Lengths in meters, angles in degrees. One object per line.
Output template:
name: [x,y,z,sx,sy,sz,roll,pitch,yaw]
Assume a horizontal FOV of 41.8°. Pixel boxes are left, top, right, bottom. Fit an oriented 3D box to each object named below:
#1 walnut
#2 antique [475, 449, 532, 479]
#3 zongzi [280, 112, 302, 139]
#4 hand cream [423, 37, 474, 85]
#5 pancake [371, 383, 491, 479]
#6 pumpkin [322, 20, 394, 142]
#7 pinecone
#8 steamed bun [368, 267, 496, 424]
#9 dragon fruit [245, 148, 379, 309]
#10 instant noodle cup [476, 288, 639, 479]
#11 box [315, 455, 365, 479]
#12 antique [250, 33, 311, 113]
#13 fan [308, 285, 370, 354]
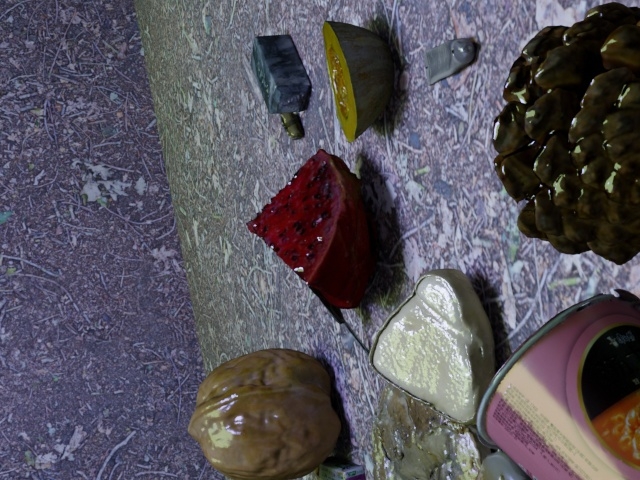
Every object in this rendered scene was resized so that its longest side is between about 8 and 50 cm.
walnut: [-0.134,0.406,1.928,0.306,0.344,0.306,167,90,-85]
antique: [0.267,0.415,1.172,0.125,0.150,0.284,-132,47,-58]
zongzi: [-0.067,-0.254,1.948,0.083,0.040,0.076,100,149,-67]
hand cream: [0.190,-0.274,1.266,0.165,0.037,0.057,-173,75,-77]
pancake: [0.188,0.395,1.428,0.387,0.082,0.387,174,90,-67]
pumpkin: [0.073,-0.289,1.479,0.217,0.110,0.217,163,90,-78]
pinecone: [0.281,-0.102,0.812,0.257,0.243,0.243,-53,-40,-75]
steamed bun: [0.198,0.151,1.286,0.231,0.110,0.212,29,112,40]
dragon fruit: [0.000,0.000,1.628,0.330,0.240,0.302,62,-136,-59]
instant noodle cup: [0.323,0.218,0.848,0.255,0.244,0.244,50,144,41]
box: [0.041,0.529,1.921,0.207,0.050,0.041,160,100,-69]
antique: [-0.090,-0.370,1.887,0.088,0.086,0.183,107,148,-50]
fan: [0.032,0.144,1.698,0.227,0.008,0.152,53,-173,-9]
